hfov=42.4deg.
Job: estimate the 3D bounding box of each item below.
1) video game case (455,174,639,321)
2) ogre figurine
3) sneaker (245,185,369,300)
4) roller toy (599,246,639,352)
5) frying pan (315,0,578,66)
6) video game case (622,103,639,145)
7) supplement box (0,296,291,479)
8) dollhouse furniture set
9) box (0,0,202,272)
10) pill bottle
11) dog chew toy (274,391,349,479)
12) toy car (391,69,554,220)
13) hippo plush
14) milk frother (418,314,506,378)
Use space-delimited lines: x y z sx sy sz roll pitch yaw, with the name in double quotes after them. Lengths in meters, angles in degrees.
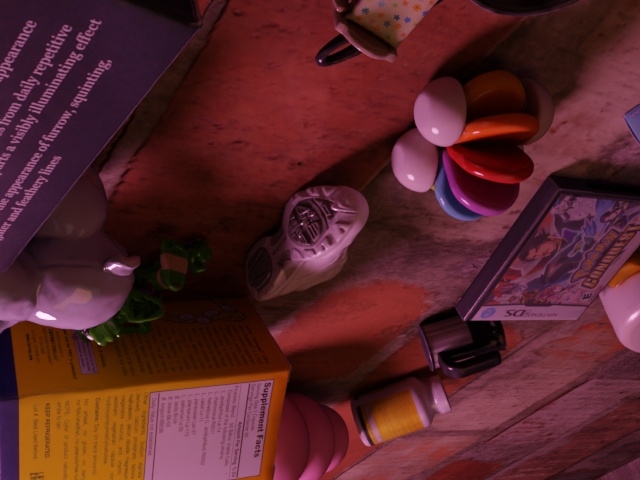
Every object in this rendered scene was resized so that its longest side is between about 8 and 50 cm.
0.372 0.023 1.259 0.248 0.035 0.275 3 133 -30 "video game case"
-0.224 0.068 0.988 0.118 0.197 0.097 -21 126 40 "ogre figurine"
0.000 0.000 1.051 0.115 0.090 0.232 0 155 -37 "sneaker"
0.575 0.087 1.400 0.209 0.146 0.191 -9 140 -2 "roller toy"
0.165 -0.247 0.755 0.197 0.053 0.326 17 137 -41 "frying pan"
0.565 -0.177 1.054 0.244 0.061 0.269 19 134 -43 "video game case"
-0.245 0.210 1.087 0.357 0.195 0.194 -1 117 -24 "supplement box"
0.042 -0.253 0.604 0.161 0.101 0.182 24 129 -26 "dollhouse furniture set"
-0.325 -0.166 0.488 0.395 0.212 0.293 14 138 -42 "box"
0.159 0.330 1.623 0.184 0.103 0.103 -20 149 6 "pill bottle"
-0.070 0.364 1.487 0.207 0.206 0.332 -35 152 27 "dog chew toy"
0.179 -0.095 0.921 0.159 0.136 0.182 -5 147 -21 "toy car"
-0.291 0.023 0.769 0.237 0.294 0.234 -13 172 -22 "hippo plush"
0.239 0.146 1.396 0.135 0.129 0.143 -16 106 -2 "milk frother"
